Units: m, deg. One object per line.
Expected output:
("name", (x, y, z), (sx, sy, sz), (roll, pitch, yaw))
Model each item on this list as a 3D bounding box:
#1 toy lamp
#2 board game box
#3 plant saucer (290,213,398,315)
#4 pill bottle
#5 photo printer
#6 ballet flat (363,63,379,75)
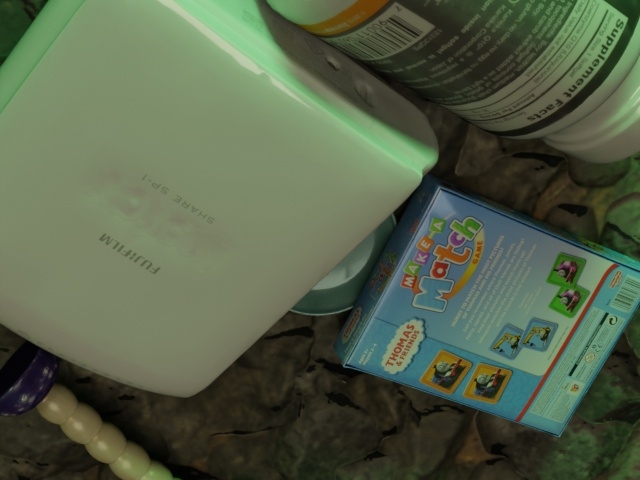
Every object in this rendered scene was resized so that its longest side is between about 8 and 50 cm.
("toy lamp", (-0.139, 0.187, 0.887), (0.275, 0.080, 0.080), (42, 100, -20))
("board game box", (0.139, 0.056, 0.886), (0.211, 0.039, 0.160), (21, 107, -23))
("plant saucer", (0.000, 0.000, 0.865), (0.119, 0.021, 0.119), (-3, 110, -7))
("pill bottle", (0.110, -0.160, 0.722), (0.278, 0.162, 0.162), (23, 107, -33))
("photo printer", (-0.114, -0.033, 0.756), (0.256, 0.107, 0.307), (34, 120, -22))
("ballet flat", (-0.079, -0.130, 0.792), (0.250, 0.058, 0.084), (-7, 130, 0))
